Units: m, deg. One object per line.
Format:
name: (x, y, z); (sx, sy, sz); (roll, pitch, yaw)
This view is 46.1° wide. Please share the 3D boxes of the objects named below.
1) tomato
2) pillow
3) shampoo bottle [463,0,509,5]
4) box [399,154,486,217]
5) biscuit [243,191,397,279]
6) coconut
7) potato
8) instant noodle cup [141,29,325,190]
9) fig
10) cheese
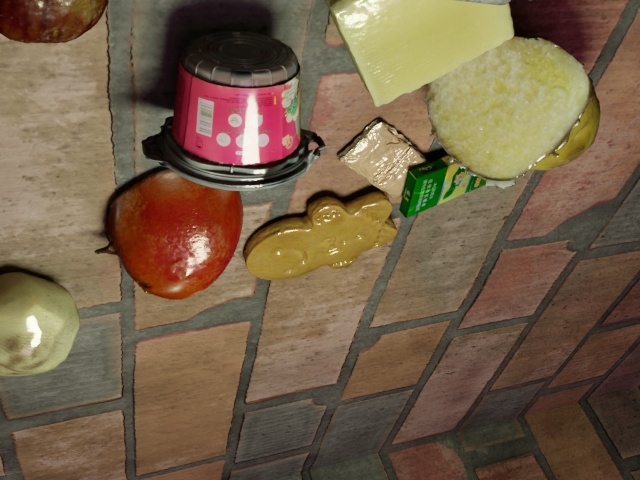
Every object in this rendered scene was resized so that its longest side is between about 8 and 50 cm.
tomato: (-0.268, 0.012, 1.480); (0.309, 0.170, 0.309); (-15, 146, -10)
pillow: (0.144, -0.164, 1.588); (0.126, 0.043, 0.232); (-41, 139, 17)
shampoo bottle: (0.180, -0.383, 1.092); (0.214, 0.072, 0.072); (-1, 140, -20)
box: (0.287, -0.139, 1.665); (0.235, 0.034, 0.132); (-22, 147, -22)
biscuit: (0.001, 0.002, 1.702); (0.354, 0.052, 0.275); (-18, 148, -2)
coconut: (-0.597, 0.168, 1.490); (0.224, 0.224, 0.224); (-15, 145, -11)
potato: (0.383, -0.257, 1.440); (0.301, 0.289, 0.237); (-40, 175, 31)
instant noodle cup: (-0.131, -0.221, 1.202); (0.302, 0.258, 0.182); (-12, 131, -25)
fig: (-0.349, -0.366, 0.933); (0.170, 0.146, 0.274); (-8, 158, -22)
cheese: (0.160, -0.379, 1.230); (0.265, 0.124, 0.242); (-27, 145, 6)
